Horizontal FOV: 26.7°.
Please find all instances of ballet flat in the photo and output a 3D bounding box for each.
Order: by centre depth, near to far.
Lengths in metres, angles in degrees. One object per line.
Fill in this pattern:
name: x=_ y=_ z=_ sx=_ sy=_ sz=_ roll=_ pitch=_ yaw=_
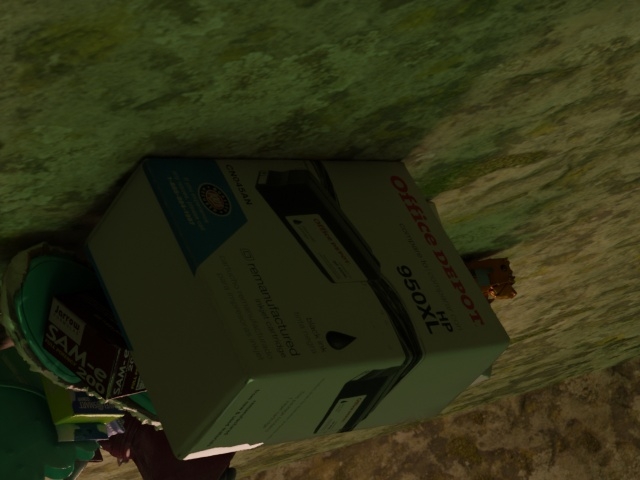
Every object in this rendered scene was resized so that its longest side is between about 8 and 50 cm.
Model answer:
ballet flat: x=-0.289 y=0.124 z=1.670 sx=0.147 sy=0.147 sz=0.409 roll=-22 pitch=141 yaw=15

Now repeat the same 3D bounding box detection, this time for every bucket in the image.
bucket: x=-0.456 y=0.281 z=1.801 sx=0.281 sy=0.183 sz=0.281 roll=-35 pitch=175 yaw=-3

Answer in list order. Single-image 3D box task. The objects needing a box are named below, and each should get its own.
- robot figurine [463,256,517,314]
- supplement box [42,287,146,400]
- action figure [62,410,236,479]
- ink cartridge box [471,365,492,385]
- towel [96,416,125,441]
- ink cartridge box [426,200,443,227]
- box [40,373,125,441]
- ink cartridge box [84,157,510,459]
robot figurine: x=0.166 y=0.103 z=2.215 sx=0.291 sy=0.085 sz=0.211 roll=-13 pitch=160 yaw=-17
supplement box: x=-0.185 y=0.105 z=1.568 sx=0.239 sy=0.130 sz=0.073 roll=-8 pitch=121 yaw=-46
action figure: x=-0.301 y=0.301 z=2.153 sx=0.370 sy=0.275 sz=0.248 roll=20 pitch=-159 yaw=0
ink cartridge box: x=0.051 y=0.192 z=2.167 sx=0.324 sy=0.071 sz=0.330 roll=21 pitch=148 yaw=-23
towel: x=-0.490 y=0.267 z=2.016 sx=0.336 sy=0.040 sz=0.243 roll=-21 pitch=136 yaw=7
ink cartridge box: x=0.088 y=0.052 z=1.864 sx=0.086 sy=0.148 sz=0.203 roll=-2 pitch=158 yaw=-43
box: x=-0.322 y=0.173 z=1.778 sx=0.042 sy=0.178 sz=0.109 roll=-27 pitch=161 yaw=25
ink cartridge box: x=-0.021 y=0.062 z=1.517 sx=0.395 sy=0.285 sz=0.166 roll=-3 pitch=144 yaw=-42
